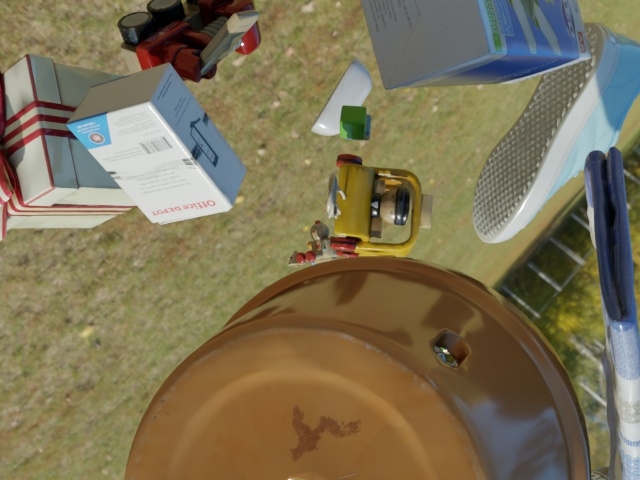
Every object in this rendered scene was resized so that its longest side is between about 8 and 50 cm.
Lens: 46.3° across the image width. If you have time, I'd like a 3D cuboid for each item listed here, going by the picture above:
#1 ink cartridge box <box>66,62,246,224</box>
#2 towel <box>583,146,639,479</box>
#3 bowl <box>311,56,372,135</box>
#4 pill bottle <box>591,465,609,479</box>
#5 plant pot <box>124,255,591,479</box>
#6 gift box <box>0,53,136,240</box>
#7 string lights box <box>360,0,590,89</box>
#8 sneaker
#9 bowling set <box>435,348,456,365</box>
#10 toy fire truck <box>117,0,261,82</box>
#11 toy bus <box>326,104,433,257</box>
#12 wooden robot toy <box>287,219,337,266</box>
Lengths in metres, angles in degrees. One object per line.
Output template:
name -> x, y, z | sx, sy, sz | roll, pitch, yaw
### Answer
ink cartridge box -> -0.220, -0.127, 1.036 | 0.203, 0.148, 0.085 | 56, 37, -40
towel -> 0.252, 0.089, 0.636 | 0.209, 0.034, 0.285 | -73, 150, -45
bowl -> 0.040, -0.235, 1.267 | 0.142, 0.053, 0.142 | -57, -175, 6
pill bottle -> 0.410, 0.377, 1.100 | 0.137, 0.078, 0.078 | -7, 144, -32
plant pot -> 0.016, 0.147, 0.461 | 0.291, 0.291, 0.203 | -51, 163, 7
gift box -> -0.463, -0.137, 1.273 | 0.276, 0.255, 0.258 | -27, 165, 33
string lights box -> 0.119, -0.188, 0.556 | 0.077, 0.133, 0.260 | -13, -176, 34
sneaker -> 0.364, -0.132, 1.109 | 0.150, 0.135, 0.365 | 10, 129, -23
bowling set -> 0.205, 0.222, 1.200 | 0.200, 0.154, 0.286 | 2, 108, -88
toy fire truck -> -0.163, -0.323, 1.162 | 0.217, 0.246, 0.158 | -44, 142, -31
toy bus -> 0.068, -0.033, 0.814 | 0.202, 0.105, 0.190 | -81, 172, -49
wooden robot toy -> 0.000, 0.000, 1.358 | 0.173, 0.079, 0.076 | -13, 172, 43
